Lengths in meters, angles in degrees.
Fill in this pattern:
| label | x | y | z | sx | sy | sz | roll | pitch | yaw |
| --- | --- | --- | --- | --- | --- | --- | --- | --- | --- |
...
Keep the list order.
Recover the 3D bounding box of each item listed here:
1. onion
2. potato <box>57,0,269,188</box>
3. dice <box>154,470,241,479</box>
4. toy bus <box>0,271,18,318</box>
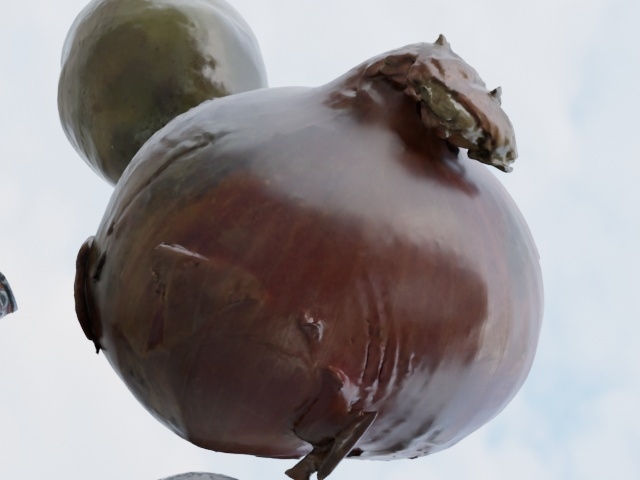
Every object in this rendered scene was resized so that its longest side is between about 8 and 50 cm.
| label | x | y | z | sx | sy | sz | roll | pitch | yaw |
| --- | --- | --- | --- | --- | --- | --- | --- | --- | --- |
| onion | -0.003 | 0.034 | 1.474 | 0.354 | 0.354 | 0.353 | 29 | -54 | 51 |
| potato | -0.170 | -0.163 | 2.143 | 0.326 | 0.221 | 0.243 | -151 | -108 | -70 |
| dice | -0.097 | 0.320 | 1.675 | 0.183 | 0.181 | 0.182 | 22 | -43 | 13 |
| toy bus | -0.305 | 0.031 | 1.663 | 0.102 | 0.058 | 0.052 | 39 | -25 | 36 |
